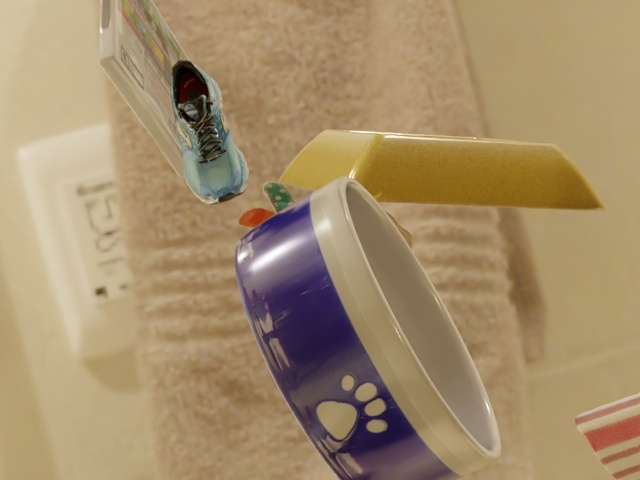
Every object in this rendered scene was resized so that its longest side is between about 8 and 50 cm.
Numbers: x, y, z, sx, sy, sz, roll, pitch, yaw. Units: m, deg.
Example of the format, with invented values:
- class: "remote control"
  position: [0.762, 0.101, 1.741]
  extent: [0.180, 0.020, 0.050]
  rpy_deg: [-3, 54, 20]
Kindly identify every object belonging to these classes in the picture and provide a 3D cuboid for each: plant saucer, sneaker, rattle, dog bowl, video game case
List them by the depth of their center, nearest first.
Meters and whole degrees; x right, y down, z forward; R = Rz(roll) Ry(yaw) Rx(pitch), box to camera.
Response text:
- class: "dog bowl"
  position: [0.041, 0.084, 1.063]
  extent: [0.104, 0.265, 0.265]
  rpy_deg: [-29, -4, 11]
- class: "sneaker"
  position: [-0.121, -0.109, 1.272]
  extent: [0.063, 0.162, 0.073]
  rpy_deg: [-22, -24, 2]
- class: "video game case"
  position: [-0.191, -0.197, 1.421]
  extent: [0.023, 0.183, 0.201]
  rpy_deg: [-17, -39, 13]
- class: "rattle"
  position: [0.000, 0.000, 1.496]
  extent: [0.200, 0.130, 0.143]
  rpy_deg: [16, 13, -5]
- class: "plant saucer"
  position: [0.144, -0.095, 1.640]
  extent: [0.333, 0.081, 0.333]
  rpy_deg: [2, 5, -16]

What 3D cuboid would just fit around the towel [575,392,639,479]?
- class: "towel"
  position: [0.296, 0.179, 0.941]
  extent: [0.144, 0.197, 0.029]
  rpy_deg: [-29, 15, 43]
